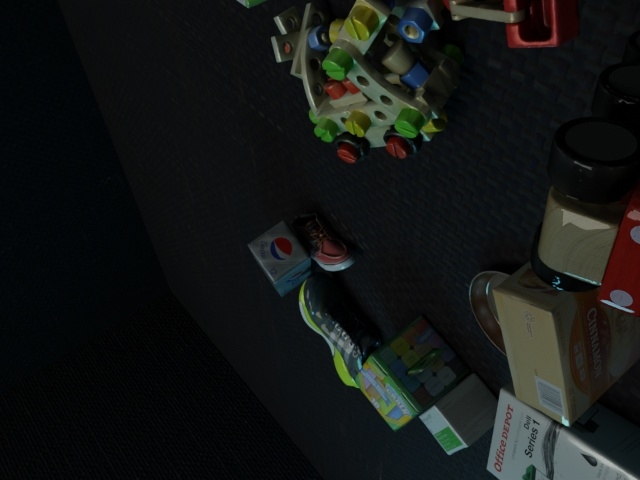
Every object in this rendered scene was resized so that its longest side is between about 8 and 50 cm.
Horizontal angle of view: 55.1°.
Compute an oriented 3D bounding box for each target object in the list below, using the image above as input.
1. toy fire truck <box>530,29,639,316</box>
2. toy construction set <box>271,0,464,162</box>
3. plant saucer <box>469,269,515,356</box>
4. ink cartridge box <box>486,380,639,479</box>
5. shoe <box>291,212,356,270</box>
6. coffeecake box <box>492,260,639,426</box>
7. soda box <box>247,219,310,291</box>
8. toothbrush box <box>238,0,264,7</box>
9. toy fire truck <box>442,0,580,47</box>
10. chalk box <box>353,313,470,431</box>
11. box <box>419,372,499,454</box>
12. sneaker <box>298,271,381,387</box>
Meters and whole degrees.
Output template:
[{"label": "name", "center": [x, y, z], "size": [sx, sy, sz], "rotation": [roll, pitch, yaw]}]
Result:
[{"label": "toy fire truck", "center": [0.300, -0.016, 0.425], "size": [0.246, 0.217, 0.158], "rotation": [24, 142, 30]}, {"label": "toy construction set", "center": [0.042, -0.204, 0.755], "size": [0.215, 0.151, 0.328], "rotation": [41, 175, -29]}, {"label": "plant saucer", "center": [0.277, 0.107, 0.841], "size": [0.168, 0.029, 0.168], "rotation": [45, 155, 28]}, {"label": "ink cartridge box", "center": [0.343, 0.300, 0.828], "size": [0.219, 0.093, 0.160], "rotation": [30, 127, 47]}, {"label": "shoe", "center": [0.000, 0.000, 1.215], "size": [0.178, 0.063, 0.081], "rotation": [26, 148, 59]}, {"label": "coffeecake box", "center": [0.267, 0.064, 0.602], "size": [0.068, 0.186, 0.142], "rotation": [24, 141, 53]}, {"label": "soda box", "center": [-0.082, 0.046, 1.316], "size": [0.098, 0.091, 0.286], "rotation": [54, 173, 9]}, {"label": "toothbrush box", "center": [-0.115, -0.476, 0.761], "size": [0.206, 0.122, 0.283], "rotation": [44, 152, 29]}, {"label": "toy fire truck", "center": [0.158, -0.214, 0.525], "size": [0.192, 0.135, 0.047], "rotation": [27, 142, 50]}, {"label": "chalk box", "center": [0.164, 0.234, 1.104], "size": [0.132, 0.132, 0.213], "rotation": [50, 155, 18]}, {"label": "box", "center": [0.245, 0.301, 1.062], "size": [0.087, 0.102, 0.101], "rotation": [52, 158, 17]}, {"label": "sneaker", "center": [0.063, 0.192, 1.315], "size": [0.121, 0.111, 0.299], "rotation": [-8, 118, 55]}]
